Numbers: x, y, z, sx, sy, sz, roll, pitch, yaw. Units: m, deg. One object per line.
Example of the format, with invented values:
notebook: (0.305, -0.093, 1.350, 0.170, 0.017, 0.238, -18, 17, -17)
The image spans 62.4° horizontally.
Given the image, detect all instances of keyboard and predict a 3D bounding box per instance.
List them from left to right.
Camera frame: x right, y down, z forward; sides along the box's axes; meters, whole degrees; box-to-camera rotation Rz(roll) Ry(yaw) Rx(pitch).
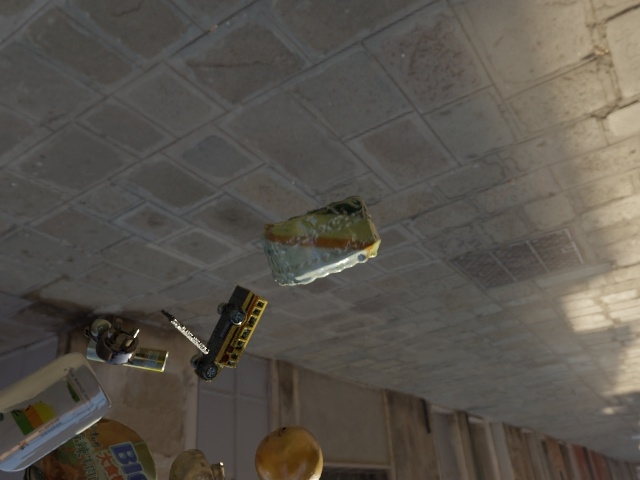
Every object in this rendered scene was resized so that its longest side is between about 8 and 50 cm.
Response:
keyboard: (-0.362, 0.246, 1.419, 0.060, 0.018, 0.196, 28, 158, 36)

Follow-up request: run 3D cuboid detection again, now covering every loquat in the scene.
loquat: (-0.118, 0.831, 1.989, 0.262, 0.263, 0.263, -4, 153, -2)

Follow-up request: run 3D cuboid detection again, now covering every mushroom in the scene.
mushroom: (-0.280, 0.563, 1.214, 0.127, 0.166, 0.166, -19, 156, -15)

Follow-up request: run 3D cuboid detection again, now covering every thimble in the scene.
thimble: (0.000, 0.000, 1.321, 0.288, 0.168, 0.254, -19, -178, -7)

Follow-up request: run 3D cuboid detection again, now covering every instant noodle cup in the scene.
instant noodle cup: (-0.560, 0.594, 1.228, 0.296, 0.296, 0.214, 17, 119, -36)

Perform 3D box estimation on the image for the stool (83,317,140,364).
stool: (-0.675, 0.316, 1.721, 0.125, 0.217, 0.121, -18, 136, -59)

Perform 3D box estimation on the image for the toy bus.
toy bus: (-0.316, 0.327, 1.832, 0.123, 0.336, 0.121, 33, 168, -36)

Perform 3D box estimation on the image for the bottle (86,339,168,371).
bottle: (-0.727, 0.431, 1.991, 0.285, 0.082, 0.082, 13, 150, -10)

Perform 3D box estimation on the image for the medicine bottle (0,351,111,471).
medicine bottle: (-0.595, 0.366, 1.076, 0.296, 0.161, 0.111, -30, 176, -28)
